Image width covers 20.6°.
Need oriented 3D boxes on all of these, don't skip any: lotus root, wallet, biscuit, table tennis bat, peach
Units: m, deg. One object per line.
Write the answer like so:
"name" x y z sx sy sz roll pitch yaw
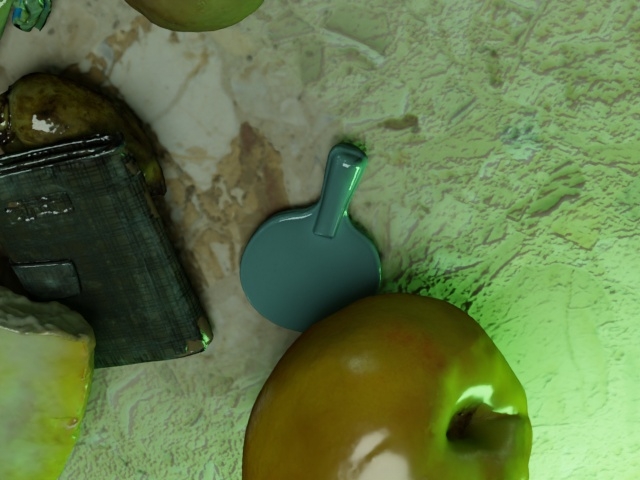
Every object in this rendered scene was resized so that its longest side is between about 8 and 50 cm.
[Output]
"lotus root" -0.237 -0.104 1.762 0.190 0.094 0.108 20 163 -18
"wallet" -0.230 0.021 1.805 0.169 0.044 0.317 -10 137 9
"biscuit" -0.458 0.157 1.893 0.429 0.104 0.446 6 137 -3
"table tennis bat" 0.000 0.000 1.827 0.149 0.038 0.237 16 125 -2
"peach" 0.053 0.210 1.809 0.308 0.289 0.289 -20 119 41

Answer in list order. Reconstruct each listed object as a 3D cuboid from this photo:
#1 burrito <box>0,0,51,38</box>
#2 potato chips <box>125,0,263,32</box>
"burrito" -0.305 -0.256 1.700 0.104 0.054 0.288 21 119 -9
"potato chips" -0.122 -0.287 1.656 0.195 0.062 0.208 40 118 -14
